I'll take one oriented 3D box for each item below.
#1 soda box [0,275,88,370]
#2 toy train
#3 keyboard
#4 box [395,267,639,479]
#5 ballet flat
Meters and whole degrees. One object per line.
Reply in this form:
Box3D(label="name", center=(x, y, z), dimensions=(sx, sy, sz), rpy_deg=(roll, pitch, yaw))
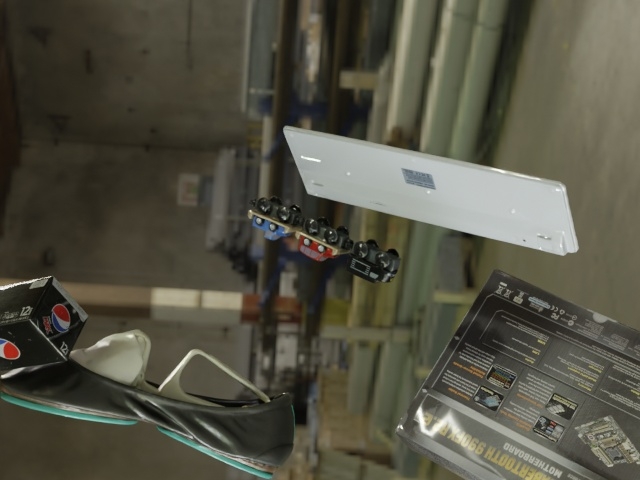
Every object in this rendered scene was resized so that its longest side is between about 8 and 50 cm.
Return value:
Box3D(label="soda box", center=(-0.294, 0.081, 1.123), dimensions=(0.060, 0.168, 0.053), rpy_deg=(56, -142, -34))
Box3D(label="toy train", center=(0.000, 0.000, 1.097), dimensions=(0.027, 0.158, 0.036), rpy_deg=(-12, -58, -56))
Box3D(label="keyboard", center=(0.081, -0.042, 0.986), dimensions=(0.014, 0.256, 0.072), rpy_deg=(-48, -42, -34))
Box3D(label="box", center=(0.209, 0.150, 1.102), dimensions=(0.183, 0.231, 0.056), rpy_deg=(-58, -34, -12))
Box3D(label="ballet flat", center=(-0.154, 0.140, 1.178), dimensions=(0.095, 0.280, 0.096), rpy_deg=(-167, 95, -77))
